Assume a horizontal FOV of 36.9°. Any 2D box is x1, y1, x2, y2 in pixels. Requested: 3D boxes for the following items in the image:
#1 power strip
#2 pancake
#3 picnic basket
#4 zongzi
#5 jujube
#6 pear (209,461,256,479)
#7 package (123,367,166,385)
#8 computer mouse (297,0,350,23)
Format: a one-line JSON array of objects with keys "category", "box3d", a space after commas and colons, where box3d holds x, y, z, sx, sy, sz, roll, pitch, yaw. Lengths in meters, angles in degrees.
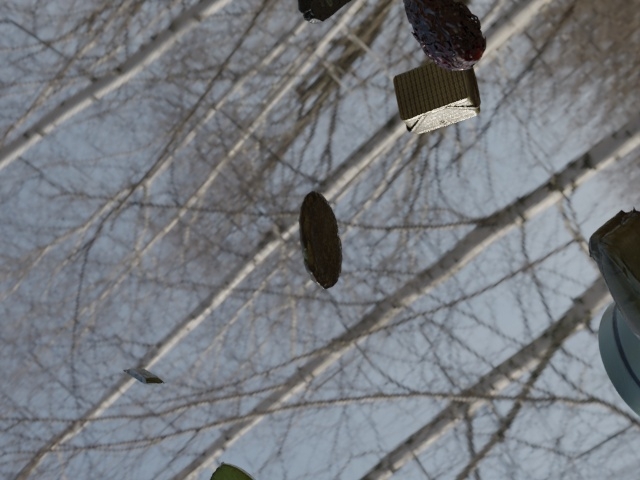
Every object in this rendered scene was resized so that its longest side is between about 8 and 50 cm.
[{"category": "power strip", "box3d": [0.727, 0.203, 1.903, 0.358, 0.161, 0.357, 10, -125, -15]}, {"category": "pancake", "box3d": [0.001, 0.000, 1.815, 0.199, 0.021, 0.199, -7, -90, -68]}, {"category": "picnic basket", "box3d": [0.235, -0.295, 1.940, 0.079, 0.164, 0.115, 34, -137, -57]}, {"category": "zongzi", "box3d": [0.515, 0.076, 1.503, 0.274, 0.145, 0.300, 50, -177, 1]}, {"category": "jujube", "box3d": [0.196, -0.347, 1.565, 0.166, 0.104, 0.104, 49, -147, 0]}, {"category": "pear", "box3d": [-0.133, 0.520, 1.506, 0.292, 0.292, 0.159, 59, 171, 18]}, {"category": "package", "box3d": [-0.288, 0.223, 1.570, 0.037, 0.110, 0.015, 0, -84, -30]}, {"category": "computer mouse", "box3d": [0.010, -0.475, 1.801, 0.172, 0.057, 0.099, -50, -48, -20]}]
